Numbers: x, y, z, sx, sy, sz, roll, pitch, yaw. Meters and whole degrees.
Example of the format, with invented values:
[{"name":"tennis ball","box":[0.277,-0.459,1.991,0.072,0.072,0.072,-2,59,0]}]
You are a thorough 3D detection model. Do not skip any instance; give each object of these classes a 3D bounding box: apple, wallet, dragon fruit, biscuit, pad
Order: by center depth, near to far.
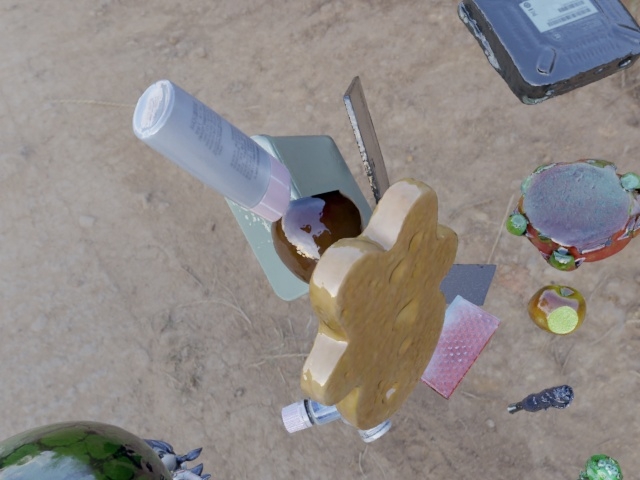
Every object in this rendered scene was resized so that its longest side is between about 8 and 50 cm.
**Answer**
[{"name":"biscuit","box":[0.080,0.096,0.611,0.052,0.355,0.275,28,62,33]},{"name":"wallet","box":[0.259,0.203,0.972,0.103,0.020,0.196,31,64,28]},{"name":"apple","box":[0.507,0.145,1.069,0.114,0.102,0.099,21,21,4]},{"name":"dragon fruit","box":[0.571,-0.066,1.130,0.295,0.130,0.268,-12,74,16]},{"name":"pad","box":[0.518,0.173,1.993,0.330,0.004,0.220,-1,42,40]}]

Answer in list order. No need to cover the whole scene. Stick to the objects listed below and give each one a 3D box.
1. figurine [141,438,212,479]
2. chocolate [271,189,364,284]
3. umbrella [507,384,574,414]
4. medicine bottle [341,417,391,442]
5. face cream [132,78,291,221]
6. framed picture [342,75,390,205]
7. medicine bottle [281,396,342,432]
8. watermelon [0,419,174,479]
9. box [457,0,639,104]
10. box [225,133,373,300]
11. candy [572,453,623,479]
[{"name":"figurine","box":[-0.401,0.612,1.252,0.265,0.175,0.197,29,86,37]},{"name":"chocolate","box":[0.000,0.000,0.856,0.177,0.177,0.177,-3,47,3]},{"name":"umbrella","box":[0.671,0.504,1.539,0.071,0.248,0.071,18,52,-25]},{"name":"medicine bottle","box":[0.104,0.446,1.399,0.135,0.135,0.215,-30,83,-21]},{"name":"face cream","box":[-0.107,-0.092,0.545,0.057,0.198,0.084,-14,62,28]},{"name":"framed picture","box":[0.087,-0.133,0.802,0.013,0.244,0.324,-16,19,13]},{"name":"medicine bottle","box":[0.003,0.432,1.288,0.203,0.083,0.083,-22,48,2]},{"name":"watermelon","box":[-0.341,0.406,0.625,0.363,0.363,0.363,-3,47,3]},{"name":"box","box":[0.551,-0.518,1.187,0.359,0.091,0.350,-22,73,-10]},{"name":"box","box":[-0.034,-0.080,1.208,0.177,0.352,0.344,-29,-1,29]},{"name":"candy","box":[0.816,0.740,1.549,0.097,0.323,0.097,3,54,-5]}]
